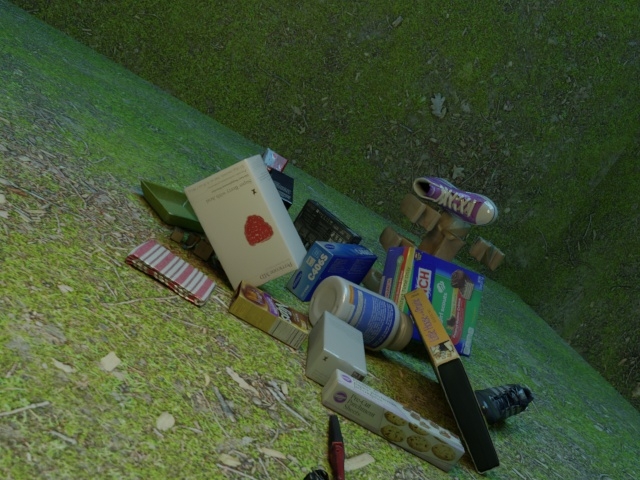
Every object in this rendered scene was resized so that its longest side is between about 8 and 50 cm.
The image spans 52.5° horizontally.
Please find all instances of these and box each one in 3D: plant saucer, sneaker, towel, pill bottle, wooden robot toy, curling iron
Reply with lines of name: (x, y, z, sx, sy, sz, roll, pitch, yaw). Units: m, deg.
plant saucer: (-0.401, -0.086, 1.818, 0.188, 0.045, 0.188, 18, 20, -50)
sneaker: (0.501, 0.442, 1.794, 0.300, 0.121, 0.111, 8, 54, -59)
sneaker: (0.417, -0.125, 2.076, 0.282, 0.102, 0.161, 29, 16, 36)
towel: (-0.330, 0.072, 1.455, 0.197, 0.029, 0.144, 34, 12, -5)
pill bottle: (0.115, 0.207, 1.736, 0.272, 0.152, 0.152, 26, 14, -31)
wooden robot toy: (-0.294, 0.002, 1.674, 0.173, 0.079, 0.076, 33, 13, -2)
curling iron: (0.019, 0.373, 1.153, 0.068, 0.035, 0.274, 33, 13, -1)

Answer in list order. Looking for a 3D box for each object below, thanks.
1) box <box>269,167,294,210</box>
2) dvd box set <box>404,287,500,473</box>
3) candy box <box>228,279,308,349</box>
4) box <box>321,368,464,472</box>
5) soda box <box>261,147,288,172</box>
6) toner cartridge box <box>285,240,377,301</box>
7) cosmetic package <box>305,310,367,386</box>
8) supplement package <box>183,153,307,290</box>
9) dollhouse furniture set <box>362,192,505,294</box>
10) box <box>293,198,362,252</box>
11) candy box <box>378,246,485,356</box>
box: (-0.170, -0.136, 2.224, 0.093, 0.156, 0.158, 27, 33, -19)
dvd box set: (0.319, 0.330, 1.625, 0.420, 0.062, 0.307, -99, 166, -72)
candy box: (-0.119, 0.173, 1.525, 0.187, 0.053, 0.109, 32, 12, -11)
box: (0.154, 0.383, 1.376, 0.324, 0.067, 0.063, 32, 13, -10)
soda box: (-0.211, -0.229, 2.380, 0.092, 0.083, 0.263, 31, -29, -9)
toner cartridge box: (0.043, 0.093, 1.960, 0.075, 0.165, 0.348, 37, 13, 22)
cosmetic package: (0.035, 0.261, 1.507, 0.117, 0.085, 0.231, 31, 15, -6)
supplement package: (-0.180, -0.044, 1.624, 0.293, 0.177, 0.175, 64, 10, -8)
dollhouse furniture set: (0.347, 0.072, 2.247, 0.362, 0.394, 0.256, 28, 13, -20)
box: (0.000, 0.000, 2.154, 0.233, 0.183, 0.059, 40, 14, 31)
candy box: (0.336, 0.190, 2.005, 0.317, 0.268, 0.122, 20, -14, -26)
